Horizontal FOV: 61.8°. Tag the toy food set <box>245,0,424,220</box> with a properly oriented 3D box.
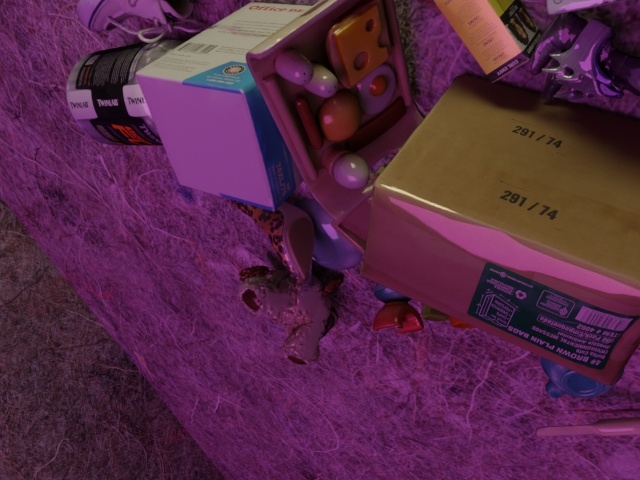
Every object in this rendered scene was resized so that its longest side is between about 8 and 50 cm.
[{"bbox_3d":[0.055,-0.186,0.711,0.092,0.219,0.306,44,168,37],"label":"toy food set"}]

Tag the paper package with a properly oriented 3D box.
[{"bbox_3d":[0.256,-0.037,0.672,0.324,0.309,0.168,23,140,20],"label":"paper package"}]

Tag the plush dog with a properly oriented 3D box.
[{"bbox_3d":[-0.074,0.137,1.279,0.263,0.210,0.225,54,161,-22],"label":"plush dog"}]

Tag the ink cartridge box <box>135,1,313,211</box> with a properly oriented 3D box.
[{"bbox_3d":[-0.091,-0.219,0.826,0.198,0.270,0.197,17,139,29],"label":"ink cartridge box"}]

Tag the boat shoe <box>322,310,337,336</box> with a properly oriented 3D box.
[{"bbox_3d":[0.000,0.226,1.382,0.056,0.049,0.152,35,143,8],"label":"boat shoe"}]

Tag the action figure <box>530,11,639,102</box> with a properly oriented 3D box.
[{"bbox_3d":[0.379,-0.161,0.571,0.285,0.185,0.099,33,114,35],"label":"action figure"}]

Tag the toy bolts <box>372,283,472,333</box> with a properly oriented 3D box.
[{"bbox_3d":[0.214,0.083,1.022,0.228,0.159,0.218,-19,155,39],"label":"toy bolts"}]

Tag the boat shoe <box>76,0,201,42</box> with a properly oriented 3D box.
[{"bbox_3d":[-0.272,-0.417,0.917,0.366,0.136,0.157,-17,119,38],"label":"boat shoe"}]

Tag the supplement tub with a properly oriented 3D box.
[{"bbox_3d":[-0.327,-0.281,1.035,0.315,0.194,0.194,7,132,37],"label":"supplement tub"}]

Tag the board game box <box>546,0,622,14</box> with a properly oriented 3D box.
[{"bbox_3d":[0.345,-0.333,0.432,0.303,0.097,0.224,3,116,38],"label":"board game box"}]

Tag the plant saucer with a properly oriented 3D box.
[{"bbox_3d":[0.000,0.000,1.164,0.194,0.037,0.195,24,141,21],"label":"plant saucer"}]

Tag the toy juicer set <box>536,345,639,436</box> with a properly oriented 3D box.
[{"bbox_3d":[0.493,0.225,0.927,0.209,0.089,0.329,4,123,22],"label":"toy juicer set"}]

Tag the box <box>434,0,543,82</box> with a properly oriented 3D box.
[{"bbox_3d":[0.177,-0.313,0.650,0.232,0.087,0.058,50,140,-10],"label":"box"}]

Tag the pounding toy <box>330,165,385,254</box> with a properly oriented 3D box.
[{"bbox_3d":[0.109,-0.077,0.940,0.181,0.094,0.206,41,143,-2],"label":"pounding toy"}]

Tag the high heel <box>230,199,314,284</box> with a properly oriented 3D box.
[{"bbox_3d":[-0.109,-0.023,1.138,0.186,0.093,0.262,-18,84,44],"label":"high heel"}]
